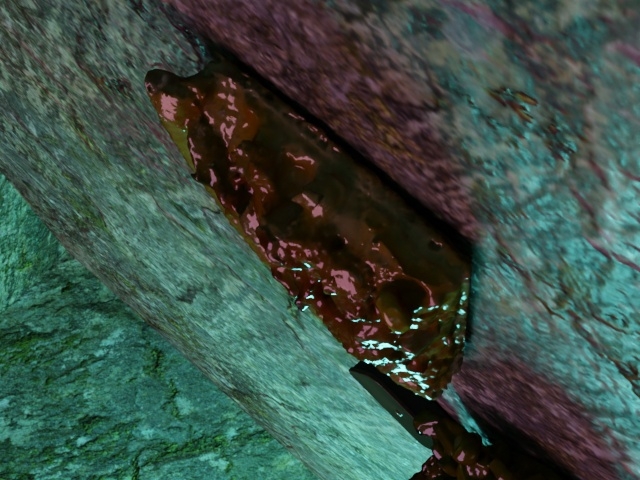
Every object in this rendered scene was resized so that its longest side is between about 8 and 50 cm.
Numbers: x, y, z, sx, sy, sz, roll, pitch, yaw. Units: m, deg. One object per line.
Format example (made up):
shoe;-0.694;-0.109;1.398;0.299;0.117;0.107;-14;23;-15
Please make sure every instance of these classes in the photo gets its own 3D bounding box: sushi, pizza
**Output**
sushi;0.147;0.264;1.090;0.179;0.166;0.296;24;-179;-19
pizza;-0.004;0.004;0.863;0.258;0.087;0.268;42;170;20

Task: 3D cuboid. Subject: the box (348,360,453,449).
box;0.090;0.170;1.213;0.126;0.031;0.091;45;167;-10
